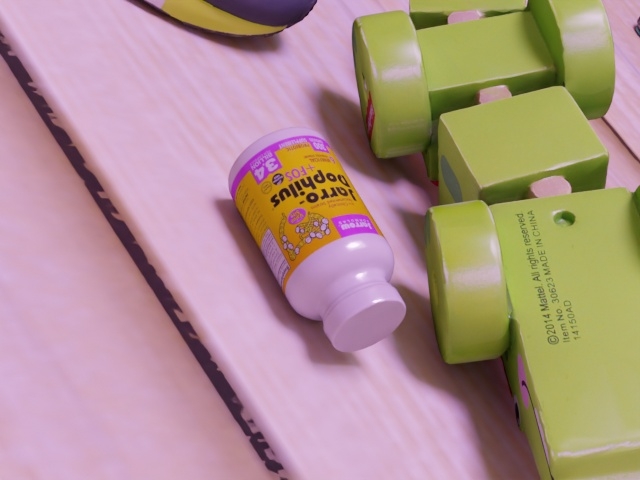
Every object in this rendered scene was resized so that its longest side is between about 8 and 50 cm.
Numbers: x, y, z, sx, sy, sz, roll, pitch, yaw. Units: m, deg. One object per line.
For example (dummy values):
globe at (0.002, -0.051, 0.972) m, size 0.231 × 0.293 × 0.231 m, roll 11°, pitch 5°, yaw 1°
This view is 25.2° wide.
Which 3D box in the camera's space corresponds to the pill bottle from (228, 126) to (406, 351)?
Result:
pill bottle at (0.000, 0.000, 0.537) m, size 0.043 × 0.043 × 0.083 m, roll 7°, pitch 44°, yaw -47°

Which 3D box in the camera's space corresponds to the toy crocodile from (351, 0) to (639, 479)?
toy crocodile at (0.090, -0.018, 0.624) m, size 0.115 × 0.105 × 0.341 m, roll -11°, pitch 46°, yaw -4°

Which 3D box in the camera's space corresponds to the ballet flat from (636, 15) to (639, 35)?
ballet flat at (0.291, -0.173, 1.142) m, size 0.041 × 0.041 × 0.114 m, roll 53°, pitch 30°, yaw 19°

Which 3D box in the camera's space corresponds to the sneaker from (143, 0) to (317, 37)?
sneaker at (-0.084, -0.218, 0.612) m, size 0.300 × 0.121 × 0.111 m, roll 52°, pitch 25°, yaw -24°
